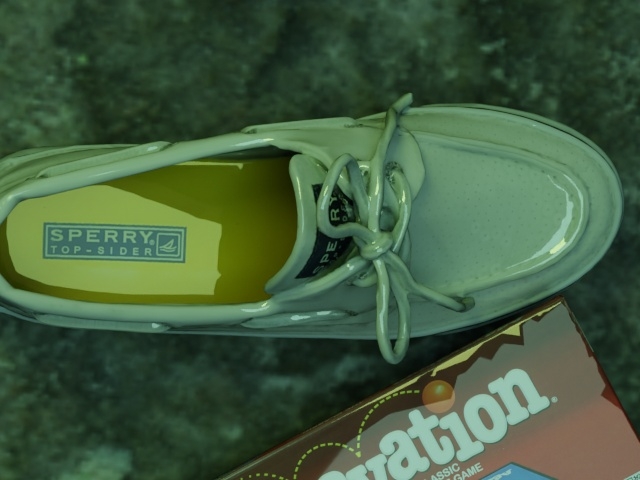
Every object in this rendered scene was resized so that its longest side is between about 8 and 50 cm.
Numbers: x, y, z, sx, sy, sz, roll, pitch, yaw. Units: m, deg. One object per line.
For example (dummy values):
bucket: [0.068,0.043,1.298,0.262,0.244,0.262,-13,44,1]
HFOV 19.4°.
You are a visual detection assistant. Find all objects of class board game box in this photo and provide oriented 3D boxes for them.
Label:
board game box: [0.040,0.158,1.012,0.281,0.027,0.145,-29,89,3]

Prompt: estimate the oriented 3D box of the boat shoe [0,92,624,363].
boat shoe: [-0.002,-0.009,0.963,0.367,0.156,0.135,0,95,-13]
